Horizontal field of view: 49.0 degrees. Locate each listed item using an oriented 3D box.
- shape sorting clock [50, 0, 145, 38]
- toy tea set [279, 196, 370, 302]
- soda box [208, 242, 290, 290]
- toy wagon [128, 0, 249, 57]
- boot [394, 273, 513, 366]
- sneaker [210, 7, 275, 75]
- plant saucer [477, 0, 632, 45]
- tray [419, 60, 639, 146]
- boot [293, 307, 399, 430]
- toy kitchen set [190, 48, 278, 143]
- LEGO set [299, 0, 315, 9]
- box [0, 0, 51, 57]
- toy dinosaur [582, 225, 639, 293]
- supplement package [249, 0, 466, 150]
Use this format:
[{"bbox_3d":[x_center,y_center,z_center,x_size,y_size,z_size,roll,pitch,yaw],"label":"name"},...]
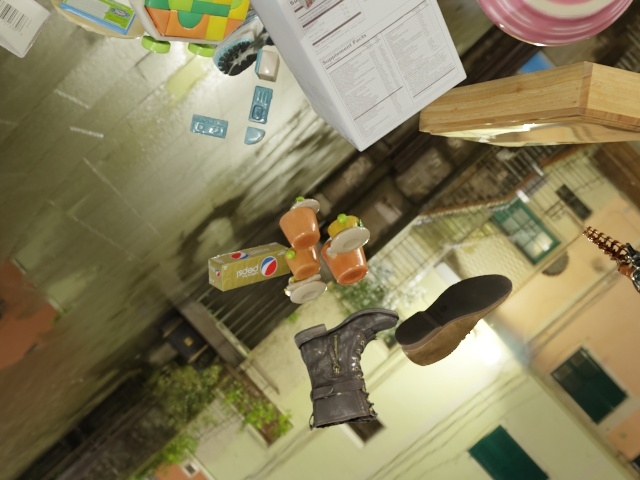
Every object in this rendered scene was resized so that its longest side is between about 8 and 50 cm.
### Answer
[{"bbox_3d":[-0.489,-0.498,1.547,0.206,0.206,0.040,-40,164,-55],"label":"shape sorting clock"},{"bbox_3d":[0.000,0.000,1.499,0.200,0.124,0.336,-18,150,-8],"label":"toy tea set"},{"bbox_3d":[-0.155,0.056,1.541,0.181,0.061,0.058,-14,-156,-37],"label":"soda box"},{"bbox_3d":[-0.266,-0.484,1.321,0.344,0.068,0.267,-14,130,-50],"label":"toy wagon"},{"bbox_3d":[0.326,0.188,1.667,0.305,0.115,0.112,-31,-144,-3],"label":"boot"},{"bbox_3d":[-0.152,-0.520,1.671,0.283,0.122,0.110,-34,153,-7],"label":"sneaker"},{"bbox_3d":[0.429,-0.517,1.239,0.332,0.332,0.084,-43,-170,4],"label":"plant saucer"},{"bbox_3d":[0.346,-0.199,1.103,0.411,0.203,0.076,-168,-96,-68],"label":"tray"},{"bbox_3d":[0.076,0.282,1.519,0.263,0.229,0.091,-17,152,-4],"label":"boot"},{"bbox_3d":[-0.193,-0.329,1.578,0.122,0.166,0.207,-106,-152,-85],"label":"toy kitchen set"},{"bbox_3d":[0.041,-0.325,0.571,0.244,0.060,0.182,-50,175,3],"label":"LEGO set"},{"bbox_3d":[-0.732,-0.525,1.644,0.127,0.149,0.232,-56,-152,2],"label":"box"},{"bbox_3d":[0.653,0.068,1.337,0.164,0.322,0.218,-68,153,-21],"label":"toy dinosaur"},{"bbox_3d":[0.043,-0.314,1.019,0.198,0.262,0.199,-35,-144,-3],"label":"supplement package"}]
